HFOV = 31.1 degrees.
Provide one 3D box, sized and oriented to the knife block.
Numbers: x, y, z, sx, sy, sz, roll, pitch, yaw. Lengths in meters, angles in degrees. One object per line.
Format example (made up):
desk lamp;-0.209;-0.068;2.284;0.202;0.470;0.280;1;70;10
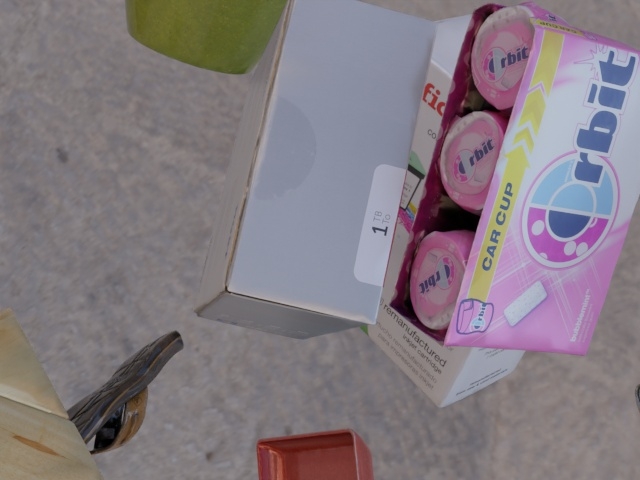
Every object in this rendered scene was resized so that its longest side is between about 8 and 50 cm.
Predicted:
knife block;-0.274;0.154;0.724;0.242;0.088;0.276;-34;99;-50

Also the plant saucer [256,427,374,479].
plant saucer;0.004;0.383;1.515;0.047;0.259;0.259;1;78;-31

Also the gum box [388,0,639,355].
gum box;0.121;-0.034;0.651;0.107;0.062;0.189;7;105;-31

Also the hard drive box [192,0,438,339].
hard drive box;-0.013;-0.035;0.743;0.089;0.232;0.181;14;82;-8

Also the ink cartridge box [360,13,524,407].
ink cartridge box;0.122;-0.027;1.013;0.117;0.278;0.201;-19;52;-41

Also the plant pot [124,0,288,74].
plant pot;-0.087;-0.327;1.154;0.274;0.275;0.294;8;112;-34

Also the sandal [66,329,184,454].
sandal;-0.210;0.177;1.191;0.060;0.090;0.219;55;47;-11

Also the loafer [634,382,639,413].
loafer;0.436;0.236;1.234;0.111;0.319;0.112;26;96;-16
